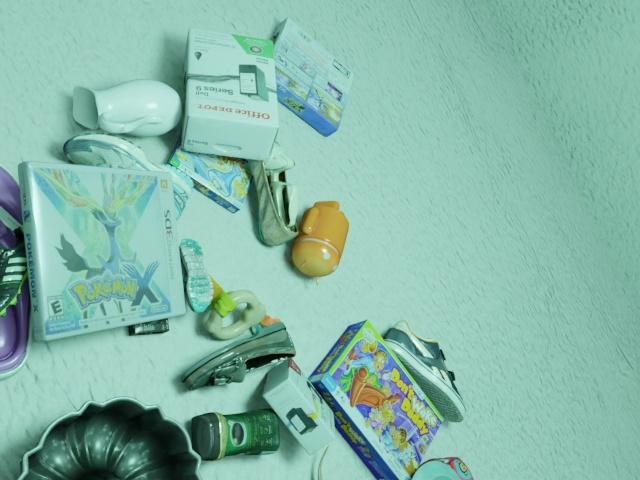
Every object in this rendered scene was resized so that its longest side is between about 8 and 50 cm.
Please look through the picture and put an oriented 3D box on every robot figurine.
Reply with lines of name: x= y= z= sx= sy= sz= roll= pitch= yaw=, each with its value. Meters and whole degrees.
robot figurine: x=0.001 y=0.001 z=1.583 sx=0.128 sy=0.158 sz=0.219 roll=22 pitch=55 yaw=-7

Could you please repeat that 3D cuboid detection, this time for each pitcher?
pitcher: x=-0.396 y=-0.272 z=1.335 sx=0.207 sy=0.125 sz=0.178 roll=-12 pitch=40 yaw=-41

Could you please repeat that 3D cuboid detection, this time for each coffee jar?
coffee jar: x=-0.177 y=0.400 z=1.288 sx=0.184 sy=0.079 sz=0.096 roll=10 pitch=67 yaw=-39

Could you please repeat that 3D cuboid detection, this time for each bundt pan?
bundt pan: x=-0.374 y=0.441 z=1.070 sx=0.331 sy=0.124 sz=0.330 roll=18 pitch=60 yaw=-36

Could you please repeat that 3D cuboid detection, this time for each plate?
plate: x=0.287 y=0.622 z=1.481 sx=0.188 sy=0.024 sz=0.188 roll=14 pitch=64 yaw=-30

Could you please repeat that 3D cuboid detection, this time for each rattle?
rattle: x=-0.196 y=0.152 z=1.415 sx=0.200 sy=0.143 sz=0.130 roll=11 pitch=97 yaw=-54

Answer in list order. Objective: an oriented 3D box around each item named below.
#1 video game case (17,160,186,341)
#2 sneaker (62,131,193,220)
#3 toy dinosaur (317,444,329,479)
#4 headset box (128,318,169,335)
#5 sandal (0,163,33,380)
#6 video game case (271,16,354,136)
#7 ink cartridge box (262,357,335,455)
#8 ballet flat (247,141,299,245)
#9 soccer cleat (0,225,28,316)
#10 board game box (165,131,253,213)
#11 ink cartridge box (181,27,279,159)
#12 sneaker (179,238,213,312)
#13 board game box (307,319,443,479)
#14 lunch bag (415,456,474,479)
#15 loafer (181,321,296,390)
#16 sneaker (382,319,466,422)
video game case: x=-0.389 y=0.012 z=1.162 sx=0.329 sy=0.036 sz=0.299 roll=-4 pitch=87 yaw=-58
sneaker: x=-0.399 y=-0.125 z=1.305 sx=0.283 sy=0.110 sz=0.122 roll=24 pitch=61 yaw=-32
toy dinosaur: x=0.010 y=0.585 z=1.397 sx=0.112 sy=0.064 sz=0.211 roll=-35 pitch=105 yaw=-62
headset box: x=-0.355 y=0.159 z=1.271 sx=0.083 sy=0.032 sz=0.062 roll=4 pitch=69 yaw=-42
sandal: x=-0.564 y=0.032 z=1.095 sx=0.169 sy=0.102 sz=0.416 roll=-3 pitch=74 yaw=-42
video game case: x=-0.038 y=-0.468 z=1.796 sx=0.270 sy=0.061 sz=0.244 roll=34 pitch=51 yaw=-25
ink cartridge box: x=-0.045 y=0.364 z=1.382 sx=0.175 sy=0.072 sz=0.127 roll=54 pitch=5 yaw=-10
ballet flat: x=-0.106 y=-0.147 z=1.533 sx=0.108 sy=0.106 sz=0.315 roll=-10 pitch=89 yaw=-56
soccer cleat: x=-0.521 y=0.055 z=1.033 sx=0.072 sy=0.060 sz=0.178 roll=45 pitch=42 yaw=-31
board game box: x=-0.259 y=-0.173 z=1.495 sx=0.201 sy=0.035 sz=0.136 roll=34 pitch=53 yaw=-26
ink cartridge box: x=-0.214 y=-0.347 z=1.476 sx=0.211 sy=0.121 sz=0.289 roll=4 pitch=57 yaw=-17
sneaker: x=-0.279 y=0.083 z=1.335 sx=0.065 sy=0.076 sz=0.166 roll=10 pitch=55 yaw=-42
board game box: x=0.140 y=0.407 z=1.561 sx=0.347 sy=0.078 sz=0.233 roll=53 pitch=47 yaw=-10
lunch bag: x=0.296 y=0.709 z=1.536 sx=0.258 sy=0.120 sz=0.293 roll=-14 pitch=81 yaw=-43
loafer: x=-0.163 y=0.258 z=1.330 sx=0.268 sy=0.096 sz=0.084 roll=-23 pitch=70 yaw=-38
sneaker: x=0.295 y=0.349 z=1.688 sx=0.321 sy=0.126 sz=0.127 roll=48 pitch=51 yaw=-14
